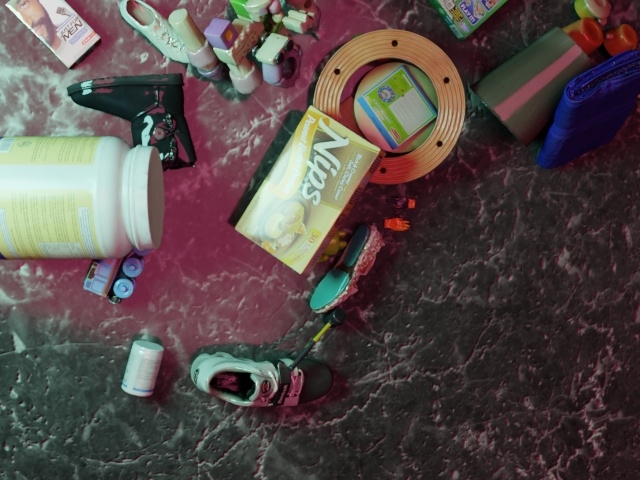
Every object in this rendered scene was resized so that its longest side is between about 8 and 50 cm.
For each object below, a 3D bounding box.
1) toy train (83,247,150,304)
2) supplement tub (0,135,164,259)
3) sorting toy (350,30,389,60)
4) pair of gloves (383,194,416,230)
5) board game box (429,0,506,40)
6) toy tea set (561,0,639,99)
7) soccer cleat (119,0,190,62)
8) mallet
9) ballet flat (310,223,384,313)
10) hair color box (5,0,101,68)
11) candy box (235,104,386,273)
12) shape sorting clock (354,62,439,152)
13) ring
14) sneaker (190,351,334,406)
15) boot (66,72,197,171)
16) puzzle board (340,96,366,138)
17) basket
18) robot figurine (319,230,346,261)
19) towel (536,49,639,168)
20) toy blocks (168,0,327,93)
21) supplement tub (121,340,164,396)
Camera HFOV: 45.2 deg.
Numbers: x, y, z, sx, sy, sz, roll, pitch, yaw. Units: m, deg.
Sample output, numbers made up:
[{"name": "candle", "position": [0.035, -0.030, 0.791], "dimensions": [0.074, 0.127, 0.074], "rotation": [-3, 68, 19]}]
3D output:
[{"name": "toy train", "position": [-0.426, 0.042, 1.637], "dimensions": [0.105, 0.080, 0.184], "rotation": [23, 91, -10]}, {"name": "supplement tub", "position": [-0.485, -0.082, 1.495], "dimensions": [0.331, 0.241, 0.241], "rotation": [0, 97, -3]}, {"name": "sorting toy", "position": [0.120, -0.440, 1.729], "dimensions": [0.101, 0.042, 0.061], "rotation": [8, 95, -15]}, {"name": "pair of gloves", "position": [0.187, -0.064, 1.811], "dimensions": [0.074, 0.010, 0.083], "rotation": [6, 95, -15]}, {"name": "board game box", "position": [0.304, -0.650, 1.747], "dimensions": [0.213, 0.046, 0.317], "rotation": [-43, 105, -5]}, {"name": "toy tea set", "position": [0.686, -0.438, 1.856], "dimensions": [0.336, 0.124, 0.200], "rotation": [42, 57, -12]}, {"name": "soccer cleat", "position": [-0.330, -0.434, 1.598], "dimensions": [0.196, 0.076, 0.068], "rotation": [33, 88, -16]}, {"name": "mallet", "position": [-0.014, 0.227, 1.746], "dimensions": [0.039, 0.062, 0.190], "rotation": [46, 67, -4]}, {"name": "ballet flat", "position": [0.071, 0.075, 1.767], "dimensions": [0.077, 0.091, 0.241], "rotation": [33, 92, -38]}, {"name": "hair color box", "position": [-0.538, -0.440, 1.558], "dimensions": [0.093, 0.053, 0.167], "rotation": [-46, 104, -4]}, {"name": "candy box", "position": [-0.022, -0.107, 1.660], "dimensions": [0.182, 0.087, 0.317], "rotation": [34, 96, 11]}, {"name": "shape sorting clock", "position": [0.175, -0.303, 1.761], "dimensions": [0.206, 0.040, 0.206], "rotation": [1, 87, -16]}, {"name": "ring", "position": [0.151, -0.293, 1.704], "dimensions": [0.336, 0.032, 0.337], "rotation": [1, 101, 3]}, {"name": "sneaker", "position": [-0.118, 0.325, 1.718], "dimensions": [0.330, 0.146, 0.123], "rotation": [4, 95, -16]}, {"name": "boot", "position": [-0.387, -0.235, 1.599], "dimensions": [0.246, 0.094, 0.207], "rotation": [-8, 95, -19]}, {"name": "puzzle board", "position": [0.069, -0.249, 1.757], "dimensions": [0.096, 0.011, 0.128], "rotation": [-39, 105, -8]}, {"name": "basket", "position": [0.486, -0.358, 1.736], "dimensions": [0.204, 0.154, 0.227], "rotation": [38, 108, -24]}, {"name": "robot figurine", "position": [0.000, 0.000, 1.742], "dimensions": [0.115, 0.067, 0.101], "rotation": [0, 80, -12]}, {"name": "towel", "position": [0.615, -0.297, 1.760], "dimensions": [0.227, 0.308, 0.076], "rotation": [-25, 66, -8]}, {"name": "toy blocks", "position": [-0.087, -0.416, 1.568], "dimensions": [0.289, 0.308, 0.260], "rotation": [-56, 148, -15]}, {"name": "supplement tub", "position": [-0.388, 0.280, 1.680], "dimensions": [0.070, 0.071, 0.107], "rotation": [16, 93, -16]}]
